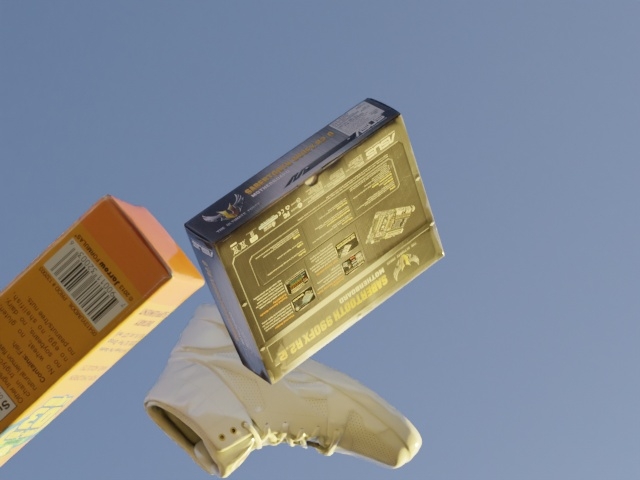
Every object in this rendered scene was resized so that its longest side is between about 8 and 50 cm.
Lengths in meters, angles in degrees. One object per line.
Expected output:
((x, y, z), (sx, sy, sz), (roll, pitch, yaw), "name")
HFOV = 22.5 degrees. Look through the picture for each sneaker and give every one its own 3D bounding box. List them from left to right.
((-0.048, 0.209, 1.751), (0.292, 0.169, 0.108), (28, -34, 5), "sneaker")

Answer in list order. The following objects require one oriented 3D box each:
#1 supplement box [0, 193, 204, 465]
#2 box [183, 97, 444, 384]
((-0.192, 0.076, 1.067), (0.233, 0.078, 0.080), (-41, -102, 7), "supplement box")
((0.000, 0.000, 1.539), (0.231, 0.056, 0.183), (-36, -50, -20), "box")
